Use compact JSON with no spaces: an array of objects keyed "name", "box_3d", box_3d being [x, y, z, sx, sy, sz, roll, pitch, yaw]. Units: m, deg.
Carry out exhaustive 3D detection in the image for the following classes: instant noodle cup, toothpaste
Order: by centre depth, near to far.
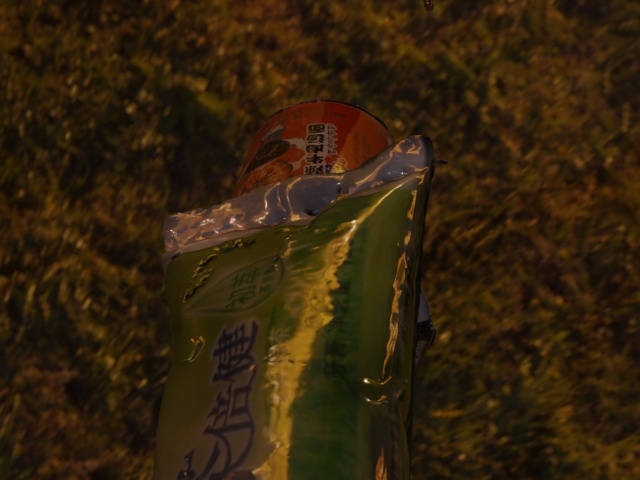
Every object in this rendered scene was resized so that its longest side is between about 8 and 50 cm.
[{"name":"toothpaste","box_3d":[-0.010,0.083,0.323,0.047,0.078,0.248,48,34,-43]},{"name":"instant noodle cup","box_3d":[-0.002,-0.001,0.859,0.127,0.127,0.136,20,39,-11]}]

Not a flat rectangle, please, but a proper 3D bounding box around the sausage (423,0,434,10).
[{"name":"sausage","box_3d":[0.030,-0.209,0.931,0.169,0.065,0.065,51,59,-33]}]
